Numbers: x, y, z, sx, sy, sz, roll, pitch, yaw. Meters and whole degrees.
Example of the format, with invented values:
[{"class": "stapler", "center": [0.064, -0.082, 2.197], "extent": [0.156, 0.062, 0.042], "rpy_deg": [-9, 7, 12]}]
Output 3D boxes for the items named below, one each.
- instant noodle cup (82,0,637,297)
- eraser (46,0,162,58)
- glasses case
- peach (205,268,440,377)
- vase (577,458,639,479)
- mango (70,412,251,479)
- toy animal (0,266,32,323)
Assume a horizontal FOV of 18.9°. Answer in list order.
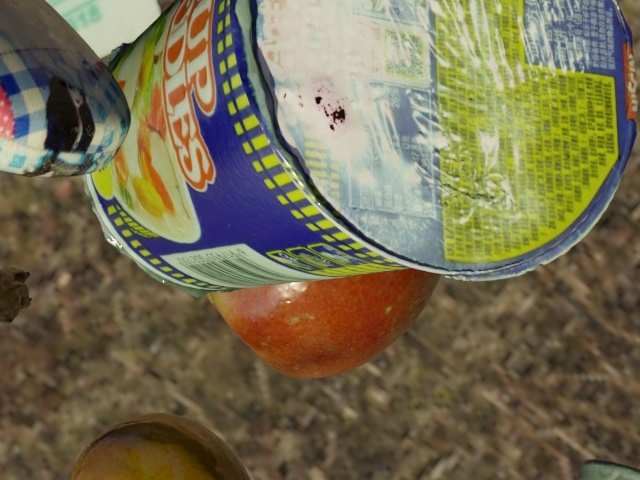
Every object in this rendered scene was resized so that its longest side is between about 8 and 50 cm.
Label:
[{"class": "instant noodle cup", "center": [-0.004, -0.084, 1.234], "extent": [0.312, 0.284, 0.284], "rpy_deg": [-20, 43, 57]}, {"class": "eraser", "center": [-0.291, -0.196, 1.577], "extent": [0.290, 0.189, 0.104], "rpy_deg": [-31, 24, -18]}, {"class": "glasses case", "center": [-0.224, -0.134, 0.927], "extent": [0.327, 0.125, 0.076], "rpy_deg": [39, 107, 23]}, {"class": "peach", "center": [0.000, 0.000, 1.765], "extent": [0.252, 0.252, 0.252], "rpy_deg": [-33, 37, 29]}, {"class": "vase", "center": [0.212, 0.285, 1.515], "extent": [0.096, 0.096, 0.219], "rpy_deg": [3, 71, 53]}, {"class": "mango", "center": [-0.123, 0.299, 1.784], "extent": [0.317, 0.173, 0.211], "rpy_deg": [51, 134, 41]}, {"class": "toy animal", "center": [-0.338, 0.066, 1.675], "extent": [0.149, 0.054, 0.275], "rpy_deg": [-15, 4, 12]}]
